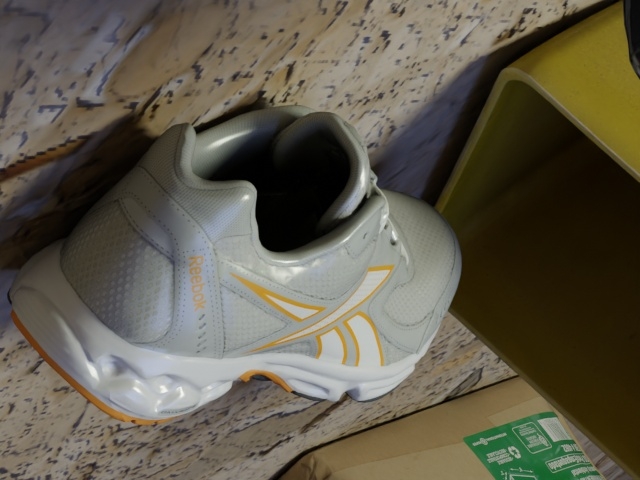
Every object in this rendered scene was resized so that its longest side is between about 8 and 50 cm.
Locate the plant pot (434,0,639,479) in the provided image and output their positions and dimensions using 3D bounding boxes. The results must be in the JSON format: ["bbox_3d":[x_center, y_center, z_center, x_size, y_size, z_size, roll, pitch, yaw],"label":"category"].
[{"bbox_3d":[0.200,-0.018,0.983,0.187,0.212,0.212,-43,168,-27],"label":"plant pot"}]

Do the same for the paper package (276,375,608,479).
[{"bbox_3d":[0.041,0.269,1.477,0.309,0.168,0.325,-46,160,30],"label":"paper package"}]

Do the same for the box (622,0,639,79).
[{"bbox_3d":[0.307,-0.143,0.445,0.293,0.212,0.395,26,142,-32],"label":"box"}]

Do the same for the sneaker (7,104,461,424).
[{"bbox_3d":[0.000,0.000,0.802,0.121,0.099,0.262,-50,160,27],"label":"sneaker"}]
